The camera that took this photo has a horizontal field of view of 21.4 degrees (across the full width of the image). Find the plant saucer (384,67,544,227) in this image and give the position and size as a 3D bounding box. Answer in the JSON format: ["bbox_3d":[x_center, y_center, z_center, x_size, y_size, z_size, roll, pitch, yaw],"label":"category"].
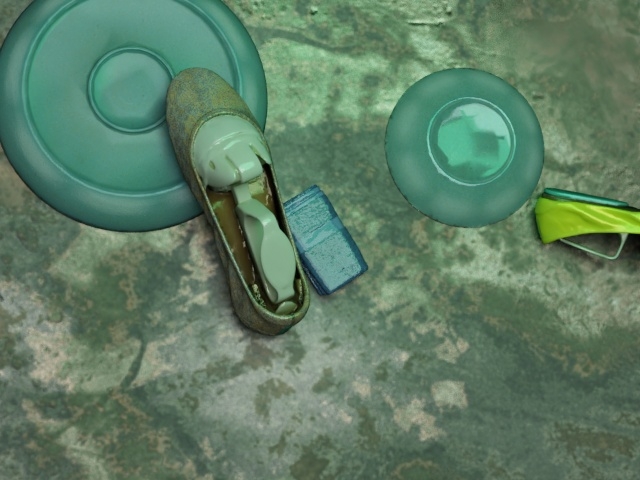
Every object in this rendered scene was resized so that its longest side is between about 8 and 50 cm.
[{"bbox_3d":[0.174,-0.113,1.986,0.195,0.037,0.195,2,81,-9],"label":"plant saucer"}]

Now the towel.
[{"bbox_3d":[0.000,0.000,1.944,0.067,0.029,0.119,-31,86,-12],"label":"towel"}]

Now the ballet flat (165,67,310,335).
[{"bbox_3d":[-0.080,-0.046,1.870,0.108,0.106,0.316,-24,97,-18],"label":"ballet flat"}]

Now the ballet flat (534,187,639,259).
[{"bbox_3d":[0.364,-0.014,1.968,0.231,0.077,0.077,5,95,10],"label":"ballet flat"}]

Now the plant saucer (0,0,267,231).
[{"bbox_3d":[-0.216,-0.169,1.932,0.318,0.044,0.317,2,80,-9],"label":"plant saucer"}]
